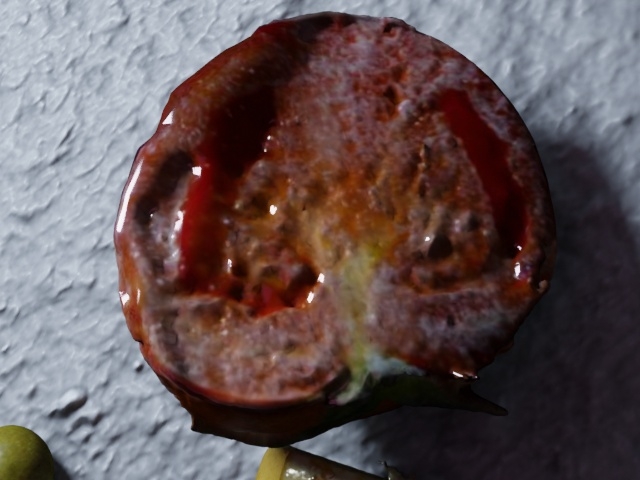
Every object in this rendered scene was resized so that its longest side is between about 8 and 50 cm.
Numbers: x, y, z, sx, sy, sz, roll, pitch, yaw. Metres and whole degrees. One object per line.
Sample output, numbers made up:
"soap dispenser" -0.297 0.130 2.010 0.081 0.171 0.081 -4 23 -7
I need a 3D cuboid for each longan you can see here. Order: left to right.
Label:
"longan" -0.252 0.188 0.892 0.083 0.075 0.075 -45 53 56

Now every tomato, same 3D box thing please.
"tomato" 0.000 0.005 0.764 0.309 0.170 0.309 5 63 -9

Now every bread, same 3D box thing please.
"bread" 0.020 0.179 0.732 0.149 0.122 0.073 15 80 26
